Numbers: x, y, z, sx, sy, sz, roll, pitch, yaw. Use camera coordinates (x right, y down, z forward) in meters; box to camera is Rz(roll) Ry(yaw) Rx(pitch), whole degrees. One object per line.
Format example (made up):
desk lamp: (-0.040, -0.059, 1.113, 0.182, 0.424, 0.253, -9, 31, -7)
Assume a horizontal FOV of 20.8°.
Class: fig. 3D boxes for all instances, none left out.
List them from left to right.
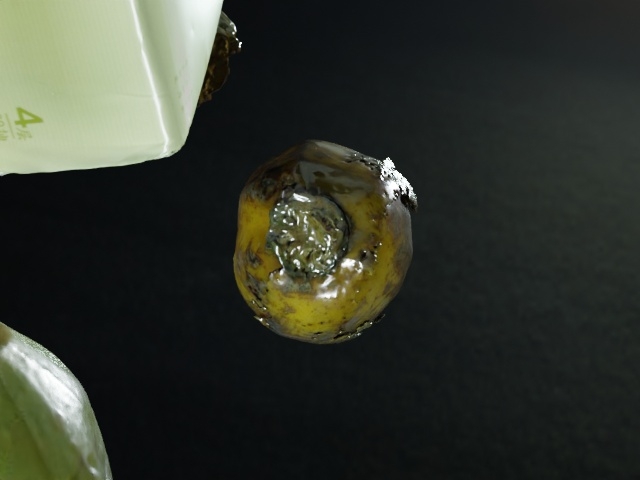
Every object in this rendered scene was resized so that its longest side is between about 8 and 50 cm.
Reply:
fig: (-0.226, 0.159, 1.126, 0.207, 0.230, 0.207, 18, -127, -25)

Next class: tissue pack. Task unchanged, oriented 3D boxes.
tissue pack: (-0.131, -0.174, 0.869, 0.125, 0.234, 0.159, -5, -143, 10)

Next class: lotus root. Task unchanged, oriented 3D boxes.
lotus root: (0.000, 0.000, 1.696, 0.179, 0.196, 0.397, 22, -178, 3)

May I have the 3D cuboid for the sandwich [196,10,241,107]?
sandwich: (-0.270, -0.243, 1.695, 0.325, 0.131, 0.262, 0, -140, -51)
